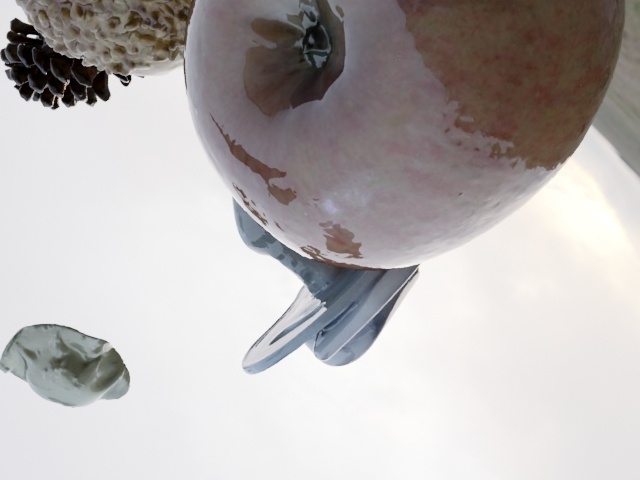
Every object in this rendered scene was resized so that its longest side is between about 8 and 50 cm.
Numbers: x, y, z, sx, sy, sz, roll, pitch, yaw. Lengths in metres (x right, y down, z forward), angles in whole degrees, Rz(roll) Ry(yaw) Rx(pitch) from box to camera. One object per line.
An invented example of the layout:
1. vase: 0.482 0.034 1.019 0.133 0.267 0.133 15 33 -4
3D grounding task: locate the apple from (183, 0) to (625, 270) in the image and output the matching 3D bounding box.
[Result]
1. apple: 0.050 -0.141 0.705 0.345 0.345 0.269 45 -150 1

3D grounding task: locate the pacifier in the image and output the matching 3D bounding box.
1. pacifier: 0.000 0.000 0.924 0.207 0.227 0.279 46 -142 -4

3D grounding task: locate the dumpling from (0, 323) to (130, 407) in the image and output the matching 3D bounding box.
1. dumpling: -0.344 0.165 1.330 0.169 0.134 0.100 31 -145 0

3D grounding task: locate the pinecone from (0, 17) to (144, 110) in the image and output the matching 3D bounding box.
1. pinecone: -0.437 -0.348 1.676 0.246 0.292 0.246 50 -155 -35

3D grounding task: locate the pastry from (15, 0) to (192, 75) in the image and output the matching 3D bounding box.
1. pastry: -0.231 -0.394 1.190 0.409 0.409 0.245 45 -147 -1
